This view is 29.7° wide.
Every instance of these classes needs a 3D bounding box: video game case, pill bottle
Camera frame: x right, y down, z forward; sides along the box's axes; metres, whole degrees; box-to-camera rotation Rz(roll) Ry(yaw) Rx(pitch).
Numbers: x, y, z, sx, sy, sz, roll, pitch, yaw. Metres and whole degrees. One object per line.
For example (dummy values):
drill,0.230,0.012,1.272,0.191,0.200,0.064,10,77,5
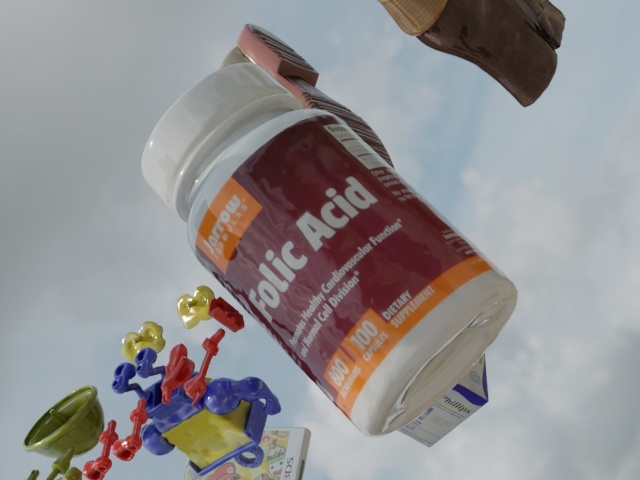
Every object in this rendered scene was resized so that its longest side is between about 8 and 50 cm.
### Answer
video game case,-0.135,0.410,2.015,0.026,0.227,0.206,48,-134,-48
pill bottle,0.000,0.000,1.300,0.224,0.392,0.224,-39,-21,-18

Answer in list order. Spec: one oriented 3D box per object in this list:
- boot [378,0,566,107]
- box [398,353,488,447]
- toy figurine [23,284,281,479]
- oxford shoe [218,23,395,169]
boot,0.140,-0.261,1.111,0.207,0.090,0.248,32,-125,-23
box,0.177,0.214,1.793,0.137,0.072,0.126,-45,25,33
toy figurine,-0.170,0.240,1.430,0.217,0.362,0.191,38,-147,-28
oxford shoe,-0.023,-0.133,1.562,0.123,0.348,0.130,18,-62,-49
